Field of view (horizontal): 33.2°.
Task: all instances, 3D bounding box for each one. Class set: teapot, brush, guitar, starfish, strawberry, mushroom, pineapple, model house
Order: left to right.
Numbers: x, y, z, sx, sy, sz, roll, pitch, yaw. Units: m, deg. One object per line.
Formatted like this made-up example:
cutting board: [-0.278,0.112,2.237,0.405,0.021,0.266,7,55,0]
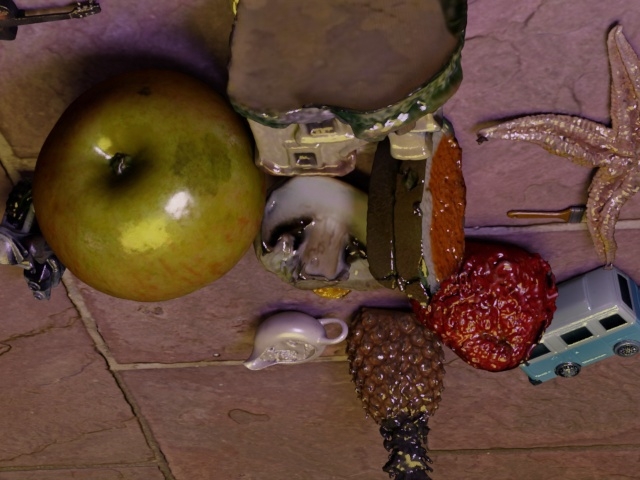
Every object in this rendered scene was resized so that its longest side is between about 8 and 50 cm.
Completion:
guitar: [-0.418,-0.311,1.488,0.234,0.025,0.088,-6,144,6]
teapot: [-0.051,0.193,2.151,0.226,0.092,0.145,-17,144,21]
mushroom: [-0.003,-0.008,1.797,0.267,0.189,0.164,2,168,-25]
model house: [0.042,-0.191,1.462,0.321,0.261,0.266,-1,147,9]
pineapple: [0.159,0.318,2.113,0.202,0.361,0.202,-5,158,-2]
strawberry: [0.297,0.124,1.943,0.274,0.220,0.274,-1,149,-1]
brush: [0.412,-0.046,1.878,0.170,0.014,0.043,0,147,2]
starfish: [0.468,-0.129,1.664,0.384,0.132,0.398,29,149,-25]

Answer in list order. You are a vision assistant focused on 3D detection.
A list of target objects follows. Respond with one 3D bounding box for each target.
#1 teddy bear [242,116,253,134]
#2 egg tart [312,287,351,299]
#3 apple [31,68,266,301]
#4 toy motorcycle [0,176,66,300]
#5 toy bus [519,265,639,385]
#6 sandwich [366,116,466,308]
teddy bear: [-0.064,-0.160,1.667,0.119,0.078,0.160,43,151,-23]
egg tart: [0.023,0.071,2.012,0.131,0.052,0.130,0,142,0]
apple: [-0.246,-0.076,1.539,0.340,0.339,0.339,0,145,0]
toy motorcycle: [-0.500,0.016,1.847,0.106,0.159,0.270,17,146,14]
toy bus: [0.485,0.160,2.071,0.271,0.133,0.165,-27,132,30]
sandwich: [0.158,-0.055,1.700,0.109,0.292,0.212,0,-171,32]
